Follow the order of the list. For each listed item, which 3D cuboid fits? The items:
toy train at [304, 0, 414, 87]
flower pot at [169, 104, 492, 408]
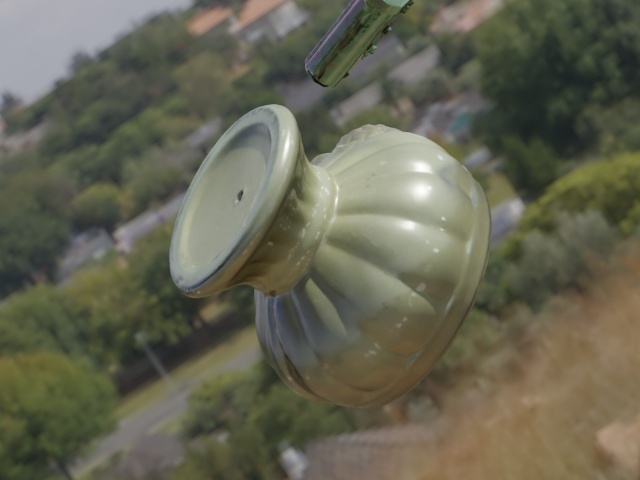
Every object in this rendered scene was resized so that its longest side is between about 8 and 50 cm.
[{"bbox_3d":[0.039,-0.178,1.478,0.071,0.038,0.148,-41,-3,-34],"label":"toy train"},{"bbox_3d":[0.000,0.000,1.876,0.307,0.244,0.307,-43,32,35],"label":"flower pot"}]
